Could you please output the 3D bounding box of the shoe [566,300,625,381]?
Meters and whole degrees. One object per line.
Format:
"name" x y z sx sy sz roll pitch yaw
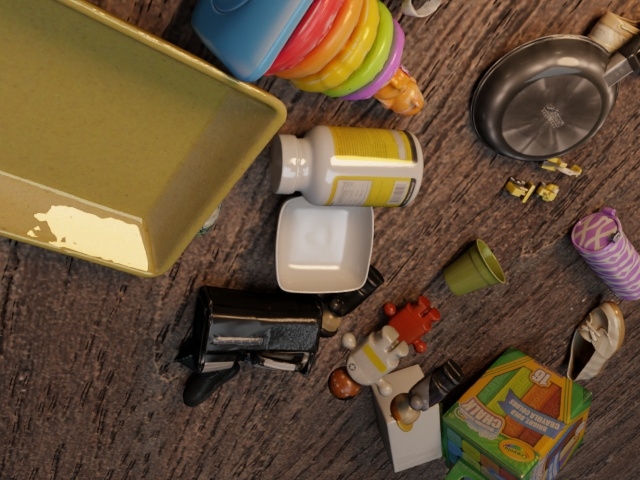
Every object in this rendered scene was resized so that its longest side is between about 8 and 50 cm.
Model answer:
"shoe" 0.549 0.211 1.166 0.058 0.077 0.219 -14 131 -14

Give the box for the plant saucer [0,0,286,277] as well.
"plant saucer" -0.259 -0.117 0.620 0.332 0.081 0.333 21 132 -30

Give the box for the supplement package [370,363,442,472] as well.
"supplement package" 0.168 0.349 1.133 0.105 0.105 0.179 -16 130 -5

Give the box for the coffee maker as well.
"coffee maker" -0.097 0.116 0.878 0.178 0.120 0.171 8 83 -23

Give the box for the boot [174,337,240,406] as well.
"boot" -0.200 0.211 0.949 0.121 0.045 0.099 -36 131 2

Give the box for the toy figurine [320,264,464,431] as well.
"toy figurine" 0.095 0.170 0.907 0.213 0.210 0.148 29 119 -33

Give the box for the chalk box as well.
"chalk box" 0.349 0.382 1.099 0.289 0.180 0.179 -37 134 -26

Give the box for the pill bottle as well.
"pill bottle" 0.031 -0.096 0.750 0.184 0.103 0.103 0 126 -18

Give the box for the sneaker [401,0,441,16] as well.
"sneaker" 0.095 -0.387 0.523 0.210 0.137 0.366 -36 132 8

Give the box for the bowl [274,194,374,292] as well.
"bowl" 0.000 0.000 0.828 0.141 0.053 0.142 0 106 -18

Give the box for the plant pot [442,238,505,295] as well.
"plant pot" 0.248 0.052 0.957 0.079 0.083 0.083 -34 130 26

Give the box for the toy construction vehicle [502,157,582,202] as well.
"toy construction vehicle" 0.345 -0.092 0.897 0.098 0.035 0.086 14 121 -26

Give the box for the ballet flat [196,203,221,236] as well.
"ballet flat" -0.150 -0.069 0.739 0.070 0.070 0.189 4 125 -20

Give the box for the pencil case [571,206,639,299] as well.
"pencil case" 0.515 0.027 1.016 0.206 0.086 0.088 38 80 -37

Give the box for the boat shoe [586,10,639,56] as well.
"boat shoe" 0.438 -0.270 0.772 0.169 0.063 0.059 0 132 -17

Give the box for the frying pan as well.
"frying pan" 0.366 -0.195 0.771 0.325 0.053 0.197 -13 135 14

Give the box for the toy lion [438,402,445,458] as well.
"toy lion" 0.251 0.391 1.199 0.034 0.100 0.096 -6 146 13

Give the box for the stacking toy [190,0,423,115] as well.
"stacking toy" 0.028 -0.215 0.643 0.301 0.175 0.166 22 111 -44
